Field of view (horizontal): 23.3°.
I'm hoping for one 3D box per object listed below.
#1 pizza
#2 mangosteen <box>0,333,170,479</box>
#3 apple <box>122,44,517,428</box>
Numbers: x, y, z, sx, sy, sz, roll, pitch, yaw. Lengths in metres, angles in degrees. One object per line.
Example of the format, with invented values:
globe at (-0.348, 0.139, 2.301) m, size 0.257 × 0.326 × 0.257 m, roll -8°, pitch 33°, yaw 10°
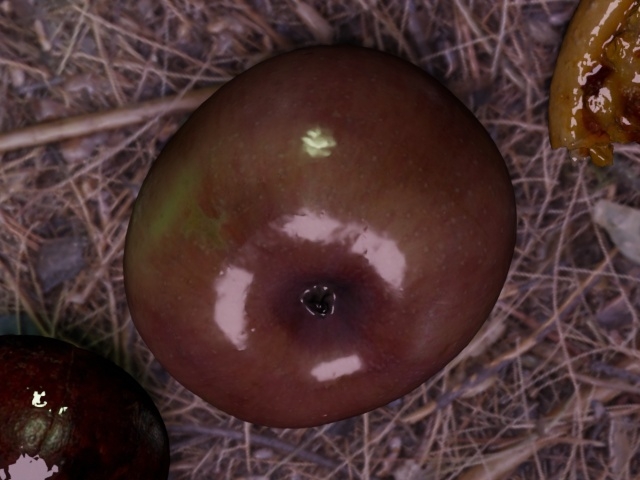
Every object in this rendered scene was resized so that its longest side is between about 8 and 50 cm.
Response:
pizza at (0.311, -0.146, 1.200) m, size 0.229 × 0.081 × 0.289 m, roll 35°, pitch 107°, yaw -12°
mangosteen at (-0.242, 0.187, 1.277) m, size 0.216 × 0.216 × 0.216 m, roll 1°, pitch 112°, yaw 1°
apple at (0.000, 0.000, 1.184) m, size 0.306 × 0.235 × 0.305 m, roll 0°, pitch 112°, yaw 0°
